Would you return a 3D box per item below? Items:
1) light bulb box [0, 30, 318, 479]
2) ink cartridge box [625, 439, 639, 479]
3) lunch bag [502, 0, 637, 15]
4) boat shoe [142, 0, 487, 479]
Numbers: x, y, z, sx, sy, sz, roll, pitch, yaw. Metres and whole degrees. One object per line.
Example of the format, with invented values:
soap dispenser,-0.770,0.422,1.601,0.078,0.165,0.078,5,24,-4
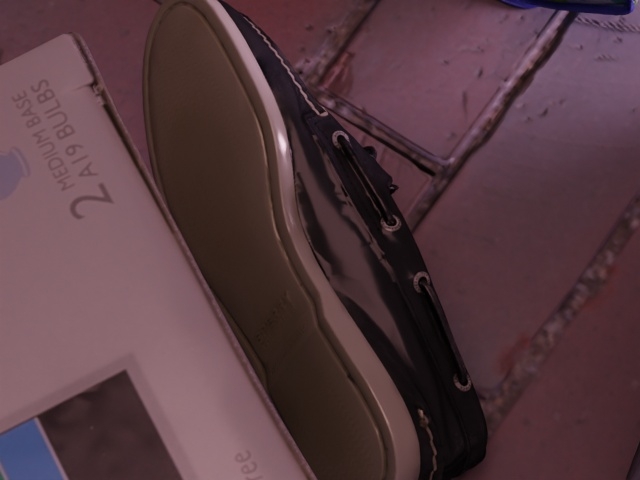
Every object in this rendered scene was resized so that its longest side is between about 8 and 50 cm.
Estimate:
light bulb box,-0.109,0.156,0.925,0.225,0.361,0.358,-28,70,-7
ink cartridge box,0.292,-0.012,0.946,0.166,0.395,0.285,23,72,10
lunch bag,0.147,-0.217,1.197,0.151,0.096,0.129,12,67,40
boat shoe,0.002,-0.002,1.118,0.113,0.127,0.340,-8,59,-39
